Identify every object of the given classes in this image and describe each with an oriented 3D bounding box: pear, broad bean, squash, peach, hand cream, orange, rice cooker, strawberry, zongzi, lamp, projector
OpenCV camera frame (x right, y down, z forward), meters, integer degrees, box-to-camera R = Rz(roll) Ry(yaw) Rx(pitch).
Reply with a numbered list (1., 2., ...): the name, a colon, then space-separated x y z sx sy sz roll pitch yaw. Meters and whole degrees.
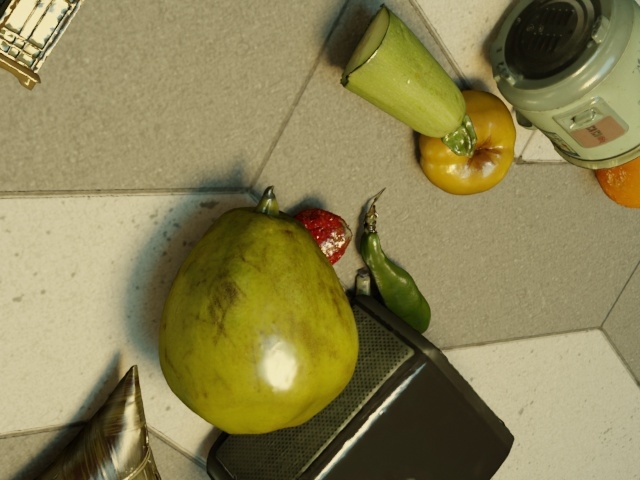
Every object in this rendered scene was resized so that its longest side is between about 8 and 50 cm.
1. pear: -0.091 0.106 1.524 0.287 0.287 0.375 -1 101 -36
2. broad bean: 0.132 0.066 1.793 0.098 0.056 0.318 -44 134 -27
3. squash: 0.139 -0.227 1.580 0.287 0.137 0.137 32 94 -39
4. peach: 0.237 -0.155 1.717 0.179 0.103 0.179 -14 120 -27
5. hand cream: 0.071 0.095 1.796 0.035 0.022 0.102 -23 131 -28
6. orange: 0.599 -0.150 1.946 0.193 0.161 0.193 -14 125 -21
7. rice cooker: 0.436 -0.266 1.698 0.316 0.264 0.317 -2 147 -1
8. strawberry: 0.001 0.000 1.633 0.106 0.106 0.106 -18 124 -28
9. zongzi: -0.365 0.317 1.550 0.247 0.111 0.241 -17 117 -25
10. lamp: -0.295 -0.340 1.230 0.090 0.089 0.325 31 96 -44
11. projector: 0.075 0.354 1.799 0.405 0.242 0.395 -47 132 -5
